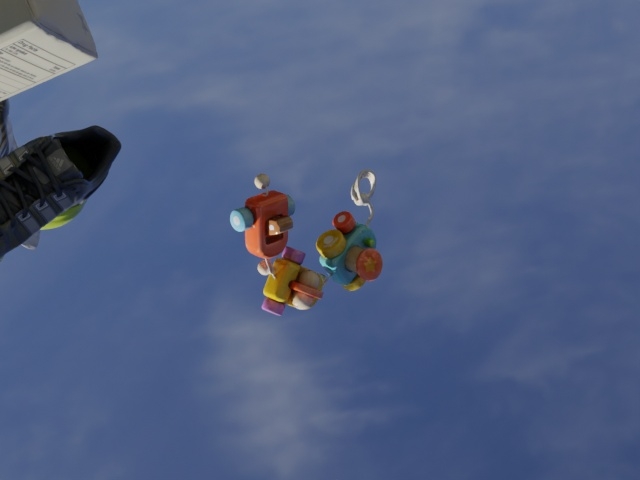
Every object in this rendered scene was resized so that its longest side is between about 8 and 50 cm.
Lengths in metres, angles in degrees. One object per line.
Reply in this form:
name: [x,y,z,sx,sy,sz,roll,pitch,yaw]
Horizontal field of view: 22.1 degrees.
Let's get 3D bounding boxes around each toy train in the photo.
toy train: [0.000,0.000,1.366,0.166,0.125,0.046,-14,-155,-42]

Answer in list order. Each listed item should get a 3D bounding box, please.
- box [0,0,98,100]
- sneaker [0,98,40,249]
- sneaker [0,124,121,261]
box: [-0.328,-0.174,1.354,0.232,0.127,0.148,-23,172,9]
sneaker: [-0.411,-0.024,1.917,0.137,0.210,0.366,-6,-133,6]
sneaker: [-0.322,-0.053,1.735,0.121,0.111,0.300,-39,-177,35]
